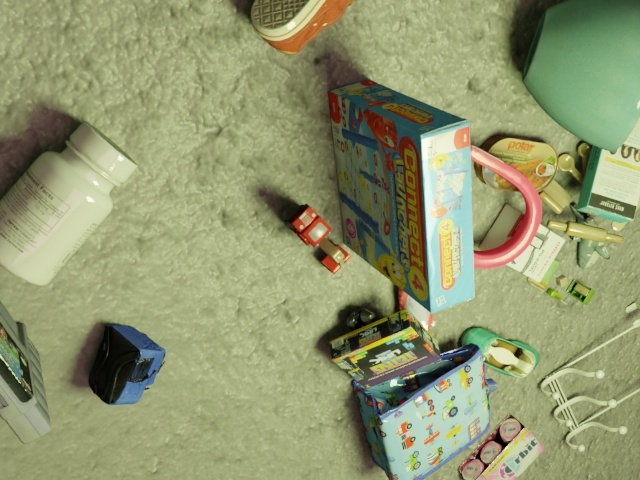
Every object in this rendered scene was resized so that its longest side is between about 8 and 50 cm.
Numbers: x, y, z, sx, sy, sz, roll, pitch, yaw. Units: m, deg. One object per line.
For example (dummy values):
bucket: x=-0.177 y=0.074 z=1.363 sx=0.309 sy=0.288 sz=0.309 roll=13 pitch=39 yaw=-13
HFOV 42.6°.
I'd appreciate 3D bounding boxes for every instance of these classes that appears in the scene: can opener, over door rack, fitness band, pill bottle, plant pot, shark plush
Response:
can opener: x=0.104 y=0.194 z=1.624 sx=0.059 sy=0.073 sz=0.186 roll=-45 pitch=134 yaw=-13
over door rack: x=0.699 y=0.339 z=1.967 sx=0.324 sy=0.108 sz=0.239 roll=-37 pitch=124 yaw=-9
fitness band: x=0.286 y=-0.066 z=1.570 sx=0.291 sy=0.054 sz=0.209 roll=27 pitch=102 yaw=-19
pill bottle: x=-0.383 y=-0.058 z=1.212 sx=0.229 sy=0.131 sz=0.131 roll=-49 pitch=124 yaw=-1
plant pot: x=0.481 y=-0.327 z=1.487 sx=0.195 sy=0.290 sz=0.290 roll=17 pitch=106 yaw=4
shark plush: x=0.575 y=-0.008 z=1.785 sx=0.067 sy=0.073 sz=0.161 roll=-20 pitch=130 yaw=16

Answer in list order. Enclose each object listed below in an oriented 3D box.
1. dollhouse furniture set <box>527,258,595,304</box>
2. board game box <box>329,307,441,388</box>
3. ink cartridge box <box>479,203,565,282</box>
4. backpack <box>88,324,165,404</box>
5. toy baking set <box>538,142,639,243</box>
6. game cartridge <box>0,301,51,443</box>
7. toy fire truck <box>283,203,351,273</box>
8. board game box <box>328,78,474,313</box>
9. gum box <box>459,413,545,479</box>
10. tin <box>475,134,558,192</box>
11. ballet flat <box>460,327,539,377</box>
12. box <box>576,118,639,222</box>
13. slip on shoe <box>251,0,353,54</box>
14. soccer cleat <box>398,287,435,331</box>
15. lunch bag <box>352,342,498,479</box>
dollhouse furniture set: x=0.528 y=0.093 z=1.798 sx=0.152 sy=0.058 sz=0.076 roll=28 pitch=96 yaw=-34
board game box: x=0.125 y=0.211 z=1.577 sx=0.170 sy=0.048 sz=0.141 roll=-26 pitch=135 yaw=19
ink cartridge box: x=0.420 y=0.007 z=1.701 sx=0.150 sy=0.063 sz=0.109 roll=25 pitch=98 yaw=-33
backpack: x=-0.324 y=0.218 z=1.384 sx=0.101 sy=0.098 sz=0.120 roll=18 pitch=101 yaw=-53
toy baking set: x=0.580 y=-0.091 z=1.693 sx=0.256 sy=0.030 sz=0.197 roll=17 pitch=88 yaw=-6
game cartridge: x=-0.493 y=0.101 z=1.164 sx=0.068 sy=0.230 sz=0.355 roll=-31 pitch=123 yaw=-13
toy fire truck: x=0.000 y=0.000 z=1.434 sx=0.135 sy=0.192 sz=0.047 roll=45 pitch=86 yaw=-6
board game box: x=0.131 y=-0.082 z=1.367 sx=0.086 sy=0.302 sz=0.308 roll=-18 pitch=118 yaw=-20
gum box: x=0.421 y=0.513 z=1.924 sx=0.188 sy=0.062 sz=0.107 roll=-46 pitch=124 yaw=-3
tin: x=0.390 y=-0.152 z=1.633 sx=0.190 sy=0.040 sz=0.106 roll=5 pitch=113 yaw=-28
ballet flat: x=0.411 y=0.259 z=1.793 sx=0.247 sy=0.087 sz=0.083 roll=23 pitch=99 yaw=-34
box: x=0.601 y=-0.166 z=1.657 sx=0.100 sy=0.060 sz=0.244 roll=17 pitch=84 yaw=-3
slip on shoe: x=0.025 y=-0.423 z=1.291 sx=0.331 sy=0.123 sz=0.101 roll=-48 pitch=157 yaw=-7
soccer cleat: x=0.188 y=0.129 z=1.636 sx=0.095 sy=0.083 sz=0.248 roll=12 pitch=114 yaw=0
lunch bag: x=0.242 y=0.352 z=1.703 sx=0.293 sy=0.138 sz=0.221 roll=-21 pitch=120 yaw=-13
